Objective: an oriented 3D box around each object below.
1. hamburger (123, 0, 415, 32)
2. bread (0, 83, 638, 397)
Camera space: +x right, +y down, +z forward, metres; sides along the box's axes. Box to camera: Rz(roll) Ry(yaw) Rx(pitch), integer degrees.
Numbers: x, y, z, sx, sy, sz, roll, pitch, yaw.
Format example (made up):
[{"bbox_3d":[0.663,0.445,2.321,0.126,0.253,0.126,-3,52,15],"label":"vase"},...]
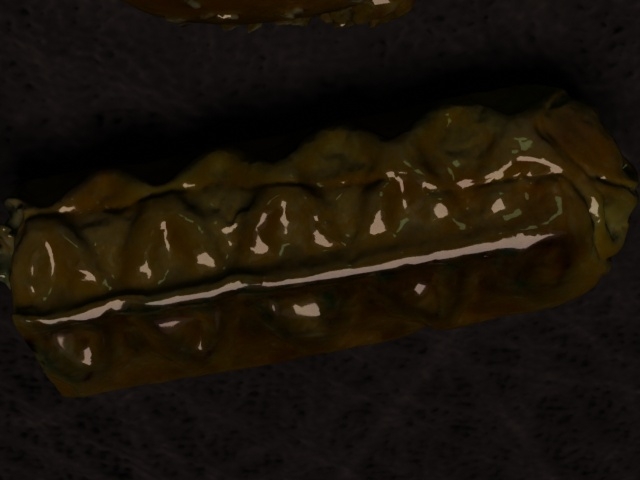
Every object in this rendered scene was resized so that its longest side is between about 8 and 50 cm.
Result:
[{"bbox_3d":[-0.023,-0.151,0.448,0.189,0.122,0.215,-35,129,24],"label":"hamburger"},{"bbox_3d":[0.000,-0.001,0.617,0.270,0.098,0.087,-11,175,6],"label":"bread"}]
